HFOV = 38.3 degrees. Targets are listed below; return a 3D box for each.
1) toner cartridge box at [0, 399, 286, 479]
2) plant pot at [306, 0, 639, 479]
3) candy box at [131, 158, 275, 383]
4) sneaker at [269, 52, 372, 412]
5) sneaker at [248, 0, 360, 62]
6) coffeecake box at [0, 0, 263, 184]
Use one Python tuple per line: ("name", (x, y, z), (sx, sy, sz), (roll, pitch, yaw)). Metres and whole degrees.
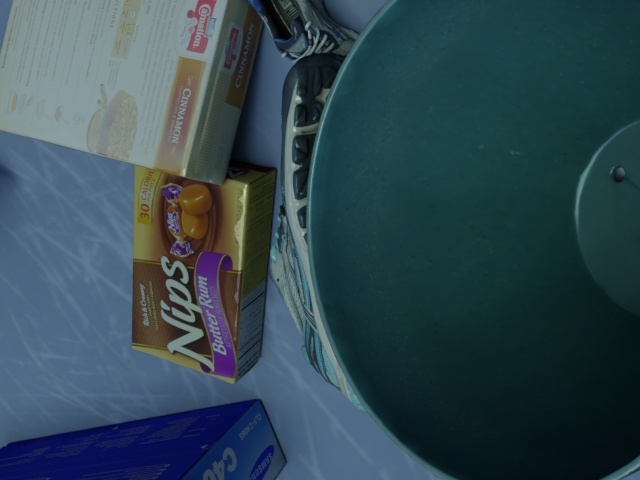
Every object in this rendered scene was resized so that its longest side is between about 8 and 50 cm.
("toner cartridge box", (-0.221, 0.243, 0.869), (0.348, 0.165, 0.075), (-15, 104, 30))
("plant pot", (0.157, -0.012, 0.547), (0.290, 0.195, 0.290), (3, 94, 51))
("candy box", (-0.103, 0.019, 0.790), (0.109, 0.053, 0.186), (16, 114, 19))
("sneaker", (0.000, 0.000, 0.694), (0.122, 0.110, 0.283), (17, 125, 47))
("sneaker", (-0.007, -0.143, 0.676), (0.135, 0.058, 0.052), (47, 122, 1))
("coffeecake box", (-0.152, -0.134, 0.716), (0.185, 0.068, 0.142), (15, 93, 20))
